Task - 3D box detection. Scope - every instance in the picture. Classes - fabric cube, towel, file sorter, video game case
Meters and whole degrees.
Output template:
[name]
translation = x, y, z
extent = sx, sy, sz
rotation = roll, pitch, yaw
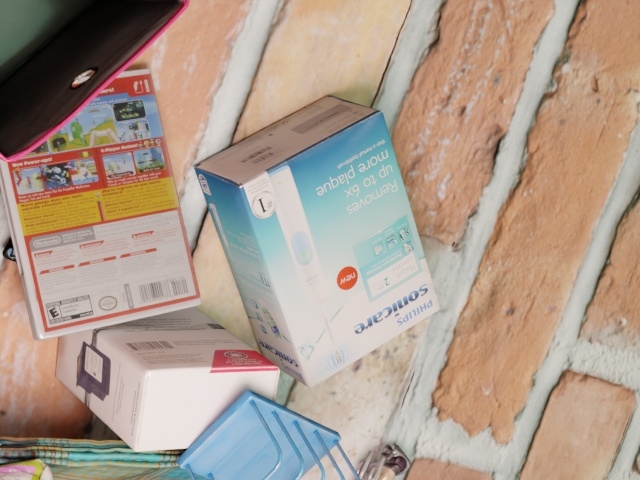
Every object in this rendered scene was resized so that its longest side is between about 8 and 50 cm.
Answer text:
[fabric cube]
translation = -0.338, -0.260, 1.533
extent = 0.254, 0.258, 0.259
rotation = -44, 116, -15
[towel]
translation = -0.264, 0.297, 1.781
extent = 0.370, 0.271, 0.040
rotation = 7, 58, -34
[file sorter]
translation = -0.048, 0.264, 1.695
extent = 0.118, 0.104, 0.170
rotation = -46, 137, 12
[video game case]
translation = -0.259, -0.045, 1.737
extent = 0.204, 0.025, 0.285
rotation = -12, 88, -29

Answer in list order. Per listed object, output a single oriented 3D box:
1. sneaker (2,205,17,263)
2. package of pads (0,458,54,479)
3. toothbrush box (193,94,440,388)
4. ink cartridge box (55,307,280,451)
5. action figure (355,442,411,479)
[sneaker]
translation = -0.331, 0.020, 1.760
extent = 0.073, 0.063, 0.162
rotation = -10, 100, -19
[package of pads]
translation = -0.397, 0.362, 1.614
extent = 0.296, 0.101, 0.229
rotation = -13, 118, 7
[toothbrush box]
translation = 0.000, 0.000, 1.916
extent = 0.216, 0.126, 0.295
rotation = -29, 118, -23
[ink cartridge box]
translation = -0.183, 0.153, 1.777
extent = 0.172, 0.237, 0.100
rotation = 1, 106, -33
[action figure]
translation = 0.115, 0.384, 2.122
extent = 0.285, 0.099, 0.185
rotation = 16, 102, -31
